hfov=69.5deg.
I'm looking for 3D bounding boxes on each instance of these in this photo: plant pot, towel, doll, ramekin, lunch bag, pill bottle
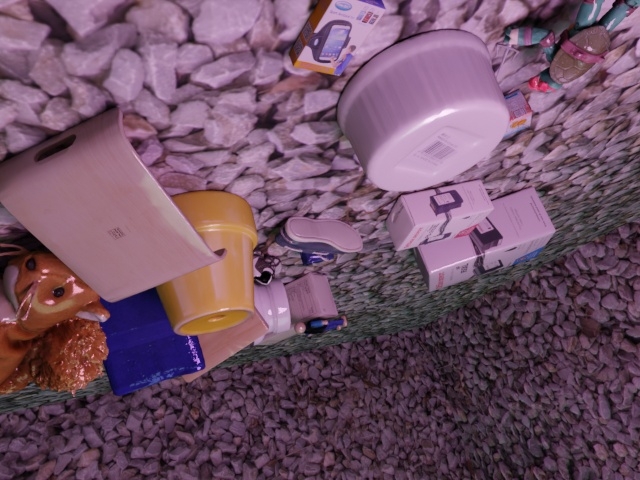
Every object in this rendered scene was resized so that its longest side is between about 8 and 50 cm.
[{"bbox_3d":[-0.242,0.060,0.965,0.254,0.239,0.254,-16,160,-6],"label":"plant pot"},{"bbox_3d":[-0.426,0.198,1.115,0.228,0.308,0.076,-15,-172,-8],"label":"towel"},{"bbox_3d":[-0.006,0.287,1.534,0.189,0.046,0.129,1,151,-38],"label":"doll"},{"bbox_3d":[0.177,-0.200,0.787,0.277,0.135,0.277,-15,159,-6],"label":"ramekin"},{"bbox_3d":[-0.016,0.030,1.304,0.098,0.065,0.067,-10,173,-20],"label":"lunch bag"},{"bbox_3d":[-0.287,0.231,1.389,0.363,0.210,0.210,-10,158,-19],"label":"pill bottle"}]

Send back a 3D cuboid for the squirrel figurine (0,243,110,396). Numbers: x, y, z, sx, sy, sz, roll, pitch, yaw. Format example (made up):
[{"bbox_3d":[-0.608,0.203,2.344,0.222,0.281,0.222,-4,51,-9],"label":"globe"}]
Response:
[{"bbox_3d":[-0.600,0.162,0.933,0.370,0.281,0.397,-30,149,-8],"label":"squirrel figurine"}]

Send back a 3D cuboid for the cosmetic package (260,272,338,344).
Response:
[{"bbox_3d":[-0.108,0.249,1.644,0.309,0.160,0.113,-27,157,26],"label":"cosmetic package"}]

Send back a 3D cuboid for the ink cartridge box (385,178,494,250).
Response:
[{"bbox_3d":[0.320,-0.066,1.271,0.237,0.100,0.172,-12,158,-13],"label":"ink cartridge box"}]

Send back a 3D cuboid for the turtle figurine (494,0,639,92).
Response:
[{"bbox_3d":[0.394,-0.314,0.712,0.175,0.118,0.234,-6,151,-26],"label":"turtle figurine"}]

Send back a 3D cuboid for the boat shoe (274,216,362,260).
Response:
[{"bbox_3d":[0.000,0.000,1.198,0.254,0.095,0.079,4,149,-40],"label":"boat shoe"}]

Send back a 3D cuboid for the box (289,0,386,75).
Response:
[{"bbox_3d":[0.024,-0.282,0.614,0.081,0.028,0.136,-2,156,-33],"label":"box"}]

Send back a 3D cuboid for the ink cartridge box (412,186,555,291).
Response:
[{"bbox_3d":[0.514,0.011,1.519,0.395,0.166,0.285,-19,158,7],"label":"ink cartridge box"}]

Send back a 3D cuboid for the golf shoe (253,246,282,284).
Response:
[{"bbox_3d":[-0.160,0.087,1.295,0.077,0.094,0.198,-24,159,14],"label":"golf shoe"}]

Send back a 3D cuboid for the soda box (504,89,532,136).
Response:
[{"bbox_3d":[0.325,-0.229,0.933,0.183,0.058,0.063,-22,158,14],"label":"soda box"}]

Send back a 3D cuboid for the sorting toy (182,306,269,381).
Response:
[{"bbox_3d":[-0.303,0.185,1.192,0.257,0.255,0.089,-33,-173,6],"label":"sorting toy"}]

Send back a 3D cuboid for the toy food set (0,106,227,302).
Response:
[{"bbox_3d":[-0.322,-0.039,0.749,0.220,0.092,0.306,-21,129,10],"label":"toy food set"}]
